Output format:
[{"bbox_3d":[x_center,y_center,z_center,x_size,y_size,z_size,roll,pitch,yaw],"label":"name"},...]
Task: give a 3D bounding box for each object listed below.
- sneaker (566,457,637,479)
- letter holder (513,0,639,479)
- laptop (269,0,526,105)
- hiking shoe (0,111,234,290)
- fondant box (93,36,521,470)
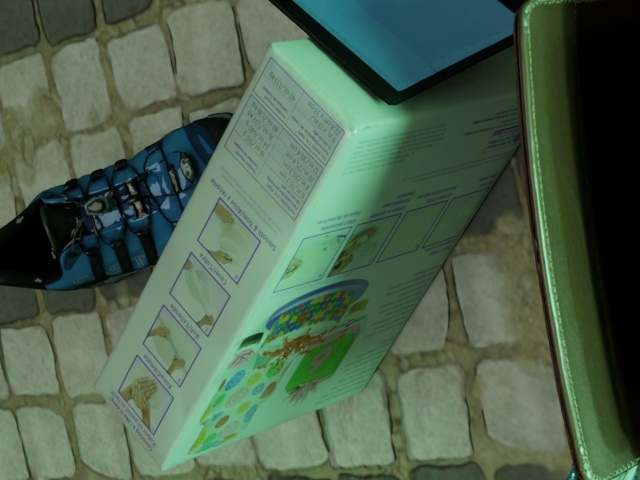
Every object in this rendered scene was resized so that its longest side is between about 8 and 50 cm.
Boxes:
[{"bbox_3d":[0.210,0.136,1.176,0.052,0.058,0.135,28,116,34],"label":"sneaker"},{"bbox_3d":[0.245,-0.013,1.007,0.152,0.214,0.302,-4,96,42],"label":"letter holder"},{"bbox_3d":[0.077,-0.254,1.111,0.234,0.136,0.264,44,108,25],"label":"laptop"},{"bbox_3d":[-0.170,-0.016,1.424,0.304,0.132,0.113,-29,80,41],"label":"hiking shoe"},{"bbox_3d":[0.000,0.000,1.208,0.096,0.238,0.330,45,125,24],"label":"fondant box"}]
